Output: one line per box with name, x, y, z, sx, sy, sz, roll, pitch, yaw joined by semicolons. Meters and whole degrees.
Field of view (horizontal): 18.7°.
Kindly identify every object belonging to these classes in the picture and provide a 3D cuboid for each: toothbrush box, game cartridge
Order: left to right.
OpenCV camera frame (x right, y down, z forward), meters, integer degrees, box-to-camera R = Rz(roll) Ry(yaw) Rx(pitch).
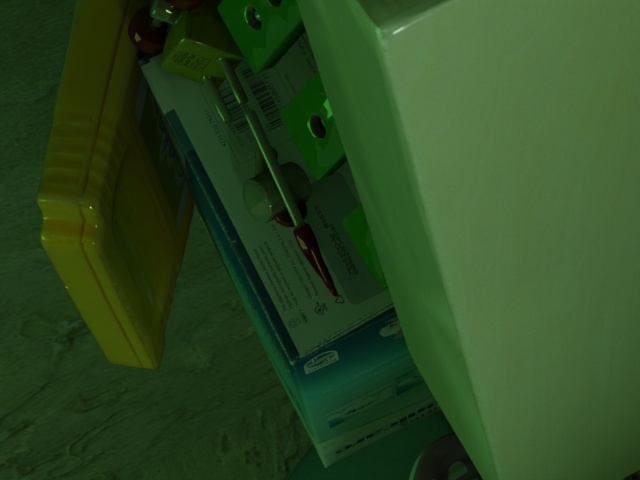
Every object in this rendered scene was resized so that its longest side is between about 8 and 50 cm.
game cartridge;-0.113;-0.106;1.297;0.285;0.052;0.324;79;-162;-70
toothbrush box;0.000;0.000;1.262;0.216;0.126;0.295;62;176;17

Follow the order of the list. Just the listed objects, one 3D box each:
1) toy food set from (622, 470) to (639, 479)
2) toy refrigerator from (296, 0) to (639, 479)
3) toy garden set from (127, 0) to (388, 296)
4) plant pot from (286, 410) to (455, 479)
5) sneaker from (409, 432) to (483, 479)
toy food set;0.145;0.121;0.885;0.132;0.038;0.192;65;174;-22
toy refrigerator;0.066;-0.027;0.589;0.094;0.102;0.269;60;174;36
toy garden set;-0.009;-0.089;1.050;0.244;0.049;0.204;60;148;8
plant pot;0.059;0.286;1.720;0.290;0.195;0.290;62;175;10
sneaker;0.135;0.246;1.374;0.236;0.095;0.104;62;-178;4
